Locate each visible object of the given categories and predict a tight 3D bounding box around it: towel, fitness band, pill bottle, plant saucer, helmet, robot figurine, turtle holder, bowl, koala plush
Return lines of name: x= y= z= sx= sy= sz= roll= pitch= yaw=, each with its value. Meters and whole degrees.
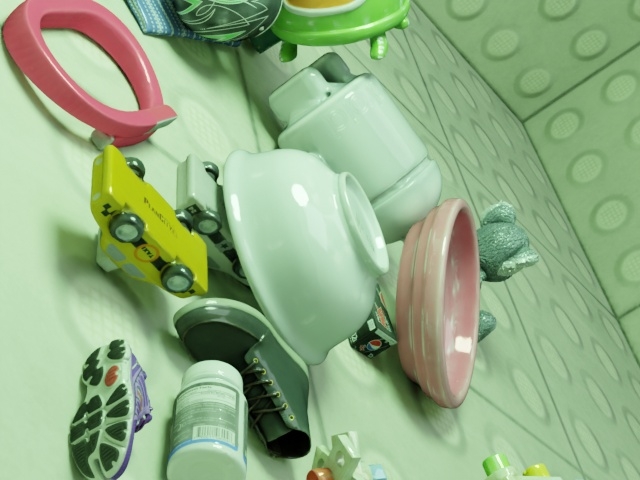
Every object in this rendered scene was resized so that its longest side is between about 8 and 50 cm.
towel: x=-0.259 y=-0.427 z=1.868 sx=0.243 sy=0.040 sz=0.336 roll=61 pitch=21 yaw=6
fitness band: x=-0.285 y=-0.215 z=1.439 sx=0.209 sy=0.054 sz=0.291 roll=53 pitch=18 yaw=1
pill bottle: x=-0.112 y=0.189 z=1.151 sx=0.078 sy=0.078 sz=0.137 roll=45 pitch=22 yaw=-27
plant saucer: x=0.187 y=0.098 z=1.814 sx=0.332 sy=0.084 sz=0.332 roll=2 pitch=90 yaw=-72
helmet: x=-0.145 y=-0.385 z=1.770 sx=0.169 sy=0.169 sz=0.161 roll=51 pitch=2 yaw=-13
robot figurine: x=0.067 y=-0.137 z=1.909 sx=0.353 sy=0.200 sz=0.300 roll=53 pitch=46 yaw=-7
turtle holder: x=0.039 y=-0.446 z=1.883 sx=0.320 sy=0.243 sz=0.227 roll=-40 pitch=131 yaw=-44
bowl: x=0.000 y=0.000 z=1.466 sx=0.298 sy=0.134 sz=0.297 roll=-21 pitch=90 yaw=-75
koala plush: x=0.297 y=0.042 z=2.132 sx=0.203 sy=0.221 sz=0.196 roll=40 pitch=26 yaw=-38

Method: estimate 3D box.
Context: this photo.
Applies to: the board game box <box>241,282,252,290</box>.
board game box: x=-0.055 y=0.051 z=1.584 sx=0.186 sy=0.026 sz=0.126 roll=40 pitch=25 yaw=-37

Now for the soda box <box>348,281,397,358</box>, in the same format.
soda box: x=0.063 y=0.094 z=1.750 sx=0.060 sy=0.053 sz=0.169 roll=36 pitch=28 yaw=-43

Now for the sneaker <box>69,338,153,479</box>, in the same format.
sneaker: x=-0.181 y=0.161 z=1.057 sx=0.071 sy=0.068 sz=0.170 roll=52 pitch=18 yaw=-29

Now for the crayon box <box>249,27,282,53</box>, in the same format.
crayon box: x=-0.112 y=-0.499 z=2.056 sx=0.278 sy=0.165 sz=0.081 roll=58 pitch=5 yaw=-12

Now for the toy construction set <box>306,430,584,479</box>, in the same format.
toy construction set: x=0.121 y=0.314 z=1.240 sx=0.328 sy=0.215 sz=0.151 roll=14 pitch=45 yaw=-23

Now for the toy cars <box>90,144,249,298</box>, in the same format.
toy cars: x=-0.171 y=-0.011 z=1.332 sx=0.176 sy=0.087 sz=0.394 roll=68 pitch=17 yaw=5

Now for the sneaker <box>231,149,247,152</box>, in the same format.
sneaker: x=-0.052 y=-0.076 z=1.710 sx=0.215 sy=0.083 sz=0.084 roll=38 pitch=27 yaw=-37

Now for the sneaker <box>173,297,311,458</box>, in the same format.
sneaker: x=-0.076 y=0.155 z=1.283 sx=0.222 sy=0.083 sz=0.118 roll=40 pitch=25 yaw=-40
